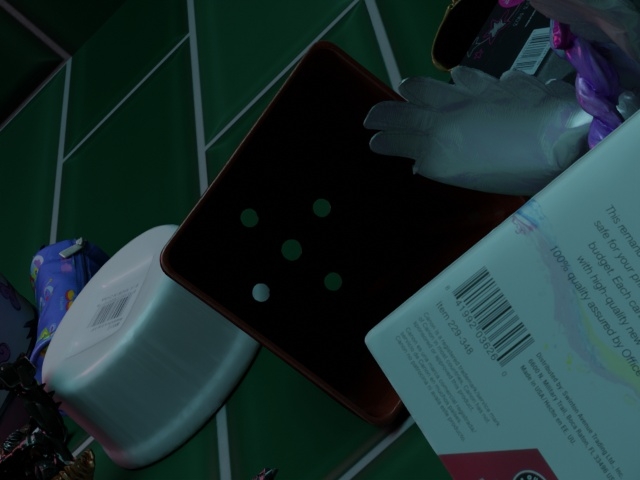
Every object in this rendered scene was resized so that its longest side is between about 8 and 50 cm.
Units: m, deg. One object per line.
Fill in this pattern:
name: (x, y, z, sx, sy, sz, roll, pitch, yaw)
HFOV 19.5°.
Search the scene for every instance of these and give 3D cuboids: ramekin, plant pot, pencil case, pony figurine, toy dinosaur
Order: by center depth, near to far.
pony figurine: (0.249, -0.161, 1.535, 0.303, 0.351, 0.363, 104, -170, -58)
plant pot: (0.000, 0.000, 1.833, 0.267, 0.267, 0.236, -55, 10, -12)
toy dinosaur: (-0.320, 0.251, 2.072, 0.322, 0.218, 0.164, -27, 9, 37)
ramekin: (-0.197, 0.113, 2.155, 0.277, 0.135, 0.277, -40, 24, 21)
pencil case: (-0.317, 0.103, 2.409, 0.306, 0.119, 0.133, -107, 23, -63)

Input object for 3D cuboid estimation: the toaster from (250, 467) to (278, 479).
toaster: (-0.091, 0.307, 1.673, 0.186, 0.110, 0.168, -17, 39, 54)

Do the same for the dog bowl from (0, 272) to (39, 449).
dog bowl: (-0.516, 0.224, 2.531, 0.408, 0.150, 0.408, -44, 24, 25)

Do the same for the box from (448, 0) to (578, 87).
box: (0.260, -0.192, 1.774, 0.247, 0.142, 0.163, -59, 25, -16)

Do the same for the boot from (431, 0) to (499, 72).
boot: (0.239, -0.291, 1.925, 0.295, 0.104, 0.211, -52, -10, 22)

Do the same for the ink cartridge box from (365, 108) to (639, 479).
ink cartridge box: (0.220, 0.069, 1.304, 0.306, 0.131, 0.226, -39, 69, 20)

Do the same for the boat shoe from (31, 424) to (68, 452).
boat shoe: (-0.357, 0.281, 2.304, 0.040, 0.049, 0.142, -25, 30, 45)
